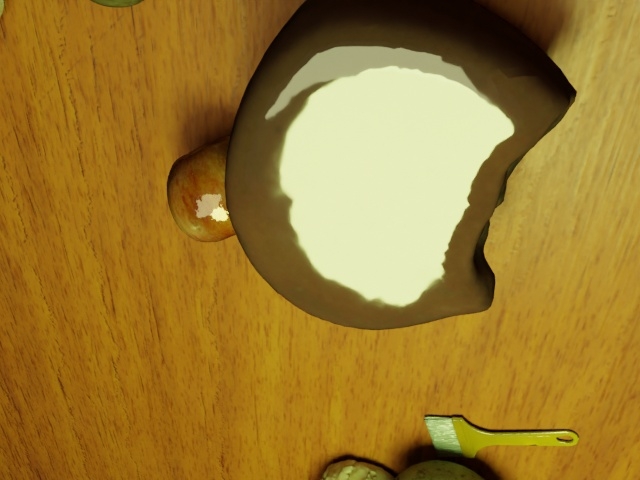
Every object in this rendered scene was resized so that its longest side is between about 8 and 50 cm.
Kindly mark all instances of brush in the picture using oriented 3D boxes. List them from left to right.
[{"bbox_3d":[0.252,0.275,0.972,0.205,0.011,0.083,-6,122,25],"label":"brush"}]

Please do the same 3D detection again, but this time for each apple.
[{"bbox_3d":[-0.118,-0.058,0.789,0.126,0.126,0.102,-20,110,32],"label":"apple"}]

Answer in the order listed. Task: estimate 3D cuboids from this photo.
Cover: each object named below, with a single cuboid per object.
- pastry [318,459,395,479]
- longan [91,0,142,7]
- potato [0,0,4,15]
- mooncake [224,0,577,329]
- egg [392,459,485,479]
[{"bbox_3d":[0.058,0.423,1.109,0.165,0.088,0.166,11,128,14],"label":"pastry"},{"bbox_3d":[-0.205,-0.283,0.665,0.106,0.106,0.119,-3,132,24],"label":"longan"},{"bbox_3d":[-0.374,-0.280,0.781,0.037,0.036,0.093,0,157,-24],"label":"potato"},{"bbox_3d":[0.070,-0.082,0.659,0.333,0.174,0.326,-14,118,18],"label":"mooncake"},{"bbox_3d":[0.188,0.414,0.998,0.228,0.177,0.177,31,133,-25],"label":"egg"}]
